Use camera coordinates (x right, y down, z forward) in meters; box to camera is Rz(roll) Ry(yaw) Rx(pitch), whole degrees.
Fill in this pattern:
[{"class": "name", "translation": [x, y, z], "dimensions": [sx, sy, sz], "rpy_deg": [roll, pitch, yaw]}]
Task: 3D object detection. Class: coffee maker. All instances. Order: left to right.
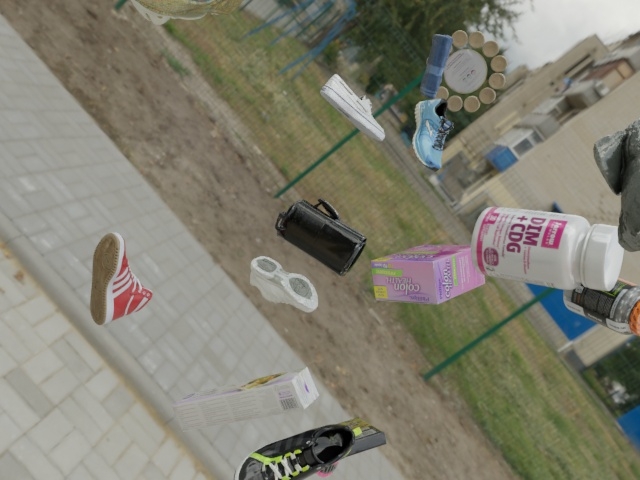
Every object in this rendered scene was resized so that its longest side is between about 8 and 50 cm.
[{"class": "coffee maker", "translation": [0.000, 0.000, 1.446], "dimensions": [0.178, 0.120, 0.171], "rpy_deg": [32, 29, 12]}]

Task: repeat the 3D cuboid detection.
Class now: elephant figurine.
[{"class": "elephant figurine", "translation": [0.484, -0.111, 0.953], "dimensions": [0.186, 0.170, 0.239], "rpy_deg": [76, 2, -83]}]

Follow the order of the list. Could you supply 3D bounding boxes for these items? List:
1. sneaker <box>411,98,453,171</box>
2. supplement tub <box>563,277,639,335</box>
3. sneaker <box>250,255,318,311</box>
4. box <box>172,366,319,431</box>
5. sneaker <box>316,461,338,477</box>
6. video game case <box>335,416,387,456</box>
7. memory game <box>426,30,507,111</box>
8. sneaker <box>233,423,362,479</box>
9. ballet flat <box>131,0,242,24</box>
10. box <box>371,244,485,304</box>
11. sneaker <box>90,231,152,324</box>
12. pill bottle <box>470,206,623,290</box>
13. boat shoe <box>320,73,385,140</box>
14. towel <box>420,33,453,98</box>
[{"class": "sneaker", "translation": [0.229, -0.217, 1.301], "dimensions": [0.063, 0.073, 0.162], "rpy_deg": [19, 65, -42]}, {"class": "supplement tub", "translation": [0.663, 0.140, 1.477], "dimensions": [0.117, 0.117, 0.190], "rpy_deg": [43, -7, -34]}, {"class": "sneaker", "translation": [-0.108, 0.144, 1.884], "dimensions": [0.232, 0.115, 0.090], "rpy_deg": [34, 42, 18]}, {"class": "box", "translation": [-0.154, 0.318, 1.290], "dimensions": [0.063, 0.324, 0.067], "rpy_deg": [-27, 96, -58]}, {"class": "sneaker", "translation": [-0.018, 0.417, 1.237], "dimensions": [0.119, 0.047, 0.057], "rpy_deg": [18, 14, -38]}, {"class": "video game case", "translation": [0.010, 0.536, 1.703], "dimensions": [0.248, 0.275, 0.035], "rpy_deg": [150, -75, -77]}, {"class": "memory game", "translation": [0.330, -0.384, 1.481], "dimensions": [0.186, 0.186, 0.012], "rpy_deg": [51, 28, -2]}, {"class": "sneaker", "translation": [-0.038, 0.365, 1.107], "dimensions": [0.084, 0.235, 0.097], "rpy_deg": [62, -26, 16]}, {"class": "ballet flat", "translation": [-0.202, -0.362, 0.923], "dimensions": [0.123, 0.123, 0.348], "rpy_deg": [51, 29, -3]}, {"class": "box", "translation": [0.304, 0.089, 1.832], "dimensions": [0.243, 0.214, 0.117], "rpy_deg": [-16, 101, -44]}, {"class": "sneaker", "translation": [-0.231, 0.040, 0.767], "dimensions": [0.042, 0.118, 0.067], "rpy_deg": [33, 28, 31]}, {"class": "pill bottle", "translation": [0.486, 0.018, 1.401], "dimensions": [0.283, 0.160, 0.160], "rpy_deg": [10, -17, 38]}, {"class": "boat shoe", "translation": [0.118, -0.410, 2.013], "dimensions": [0.258, 0.084, 0.095], "rpy_deg": [38, -2, -27]}, {"class": "towel", "translation": [0.221, -0.337, 1.253], "dimensions": [0.029, 0.119, 0.067], "rpy_deg": [12, 20, -8]}]
